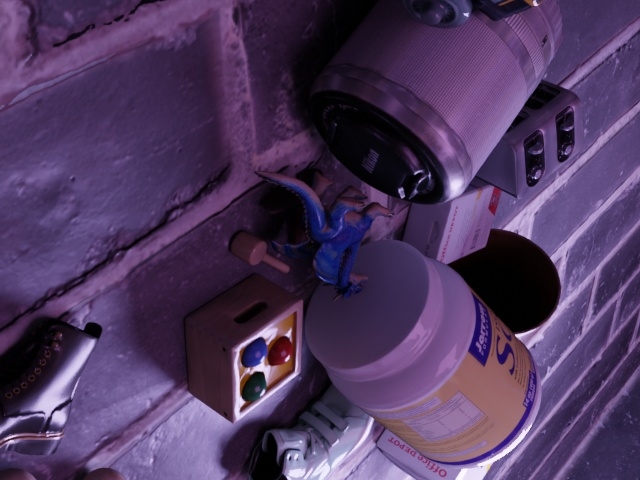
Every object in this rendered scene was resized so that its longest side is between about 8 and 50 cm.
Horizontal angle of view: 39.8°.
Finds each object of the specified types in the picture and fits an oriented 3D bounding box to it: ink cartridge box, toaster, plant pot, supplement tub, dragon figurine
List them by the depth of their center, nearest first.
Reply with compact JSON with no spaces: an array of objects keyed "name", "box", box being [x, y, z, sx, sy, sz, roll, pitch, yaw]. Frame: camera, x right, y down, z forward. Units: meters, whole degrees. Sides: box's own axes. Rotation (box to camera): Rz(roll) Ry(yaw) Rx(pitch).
[{"name":"dragon figurine","box":[0.000,0.000,1.084,0.144,0.085,0.289,-60,154,9]},{"name":"supplement tub","box":[0.153,0.170,1.304,0.331,0.241,0.241,43,76,-39]},{"name":"toaster","box":[0.293,-0.173,1.379,0.168,0.186,0.110,-35,137,-26]},{"name":"ink cartridge box","box":[0.216,-0.039,1.451,0.175,0.072,0.127,-18,128,-49]},{"name":"plant pot","box":[0.298,0.132,1.605,0.215,0.215,0.230,-44,158,-28]},{"name":"ink cartridge box","box":[0.254,0.368,1.724,0.232,0.171,0.168,-53,148,-14]}]

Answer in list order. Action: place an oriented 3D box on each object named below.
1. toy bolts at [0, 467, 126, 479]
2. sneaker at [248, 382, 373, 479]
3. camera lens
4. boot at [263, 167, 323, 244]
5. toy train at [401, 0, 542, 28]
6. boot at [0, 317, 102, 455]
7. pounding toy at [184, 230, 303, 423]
[{"name":"toy bolts","box":[-0.309,0.336,0.955,0.218,0.158,0.228,-20,157,6]},{"name":"sneaker","box":[-0.010,0.292,1.353,0.256,0.094,0.151,-57,146,-11]},{"name":"camera lens","box":[0.136,-0.198,1.070,0.274,0.219,0.219,-54,148,-15]},{"name":"boot","box":[-0.032,-0.023,1.137,0.106,0.037,0.114,-34,143,-35]},{"name":"toy train","box":[0.102,-0.335,0.850,0.334,0.190,0.142,32,70,-25]},{"name":"boot","box":[-0.295,0.128,0.838,0.137,0.077,0.198,-66,162,-3]},{"name":"pounding toy","box":[-0.071,0.093,1.107,0.181,0.094,0.206,-33,138,-40]}]
